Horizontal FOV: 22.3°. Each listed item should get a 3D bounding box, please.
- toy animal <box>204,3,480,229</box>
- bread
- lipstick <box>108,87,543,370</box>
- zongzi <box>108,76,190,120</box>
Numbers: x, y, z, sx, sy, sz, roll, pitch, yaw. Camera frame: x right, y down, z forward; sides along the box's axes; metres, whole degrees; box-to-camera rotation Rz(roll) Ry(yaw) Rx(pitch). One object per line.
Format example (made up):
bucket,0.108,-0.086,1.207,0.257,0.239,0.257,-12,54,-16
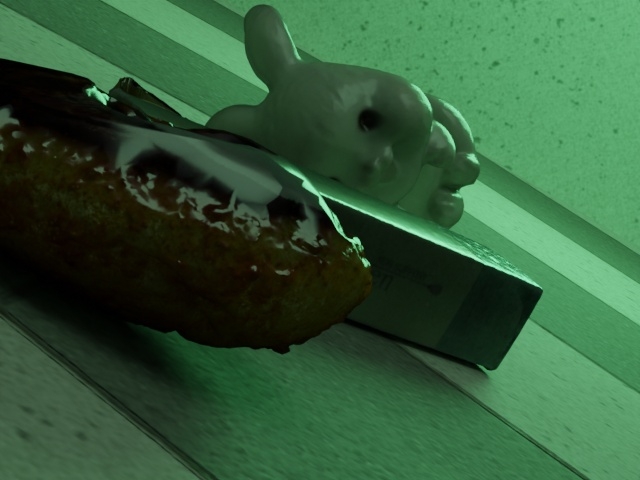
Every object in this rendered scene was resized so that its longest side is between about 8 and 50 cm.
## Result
toy animal,0.017,-0.074,1.195,0.193,0.127,0.178,18,14,-48
bread,-0.107,-0.020,0.713,0.268,0.095,0.139,14,10,-9
lipstick,0.000,0.000,0.953,0.317,0.066,0.068,22,13,-41
zongzi,-0.107,-0.062,1.048,0.076,0.040,0.083,34,20,-21
